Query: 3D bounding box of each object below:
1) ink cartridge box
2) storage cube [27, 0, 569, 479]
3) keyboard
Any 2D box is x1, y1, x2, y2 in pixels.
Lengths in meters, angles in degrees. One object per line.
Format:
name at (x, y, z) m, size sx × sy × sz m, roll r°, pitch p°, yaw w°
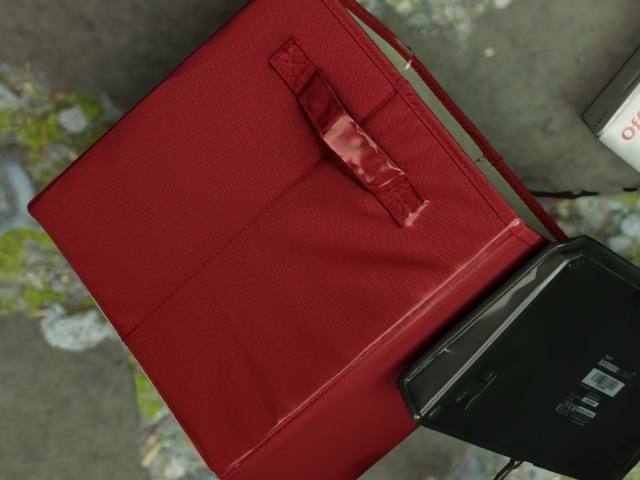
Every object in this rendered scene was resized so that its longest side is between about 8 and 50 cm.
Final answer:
ink cartridge box at (0.226, -0.064, 1.052) m, size 0.122 × 0.052 × 0.088 m, roll 36°, pitch 102°, yaw -15°
storage cube at (0.000, 0.000, 0.954) m, size 0.193 × 0.215 × 0.183 m, roll -41°, pitch 71°, yaw 10°
keyboard at (0.119, 0.097, 0.998) m, size 0.201 × 0.317 × 0.033 m, roll -47°, pitch 61°, yaw 8°
